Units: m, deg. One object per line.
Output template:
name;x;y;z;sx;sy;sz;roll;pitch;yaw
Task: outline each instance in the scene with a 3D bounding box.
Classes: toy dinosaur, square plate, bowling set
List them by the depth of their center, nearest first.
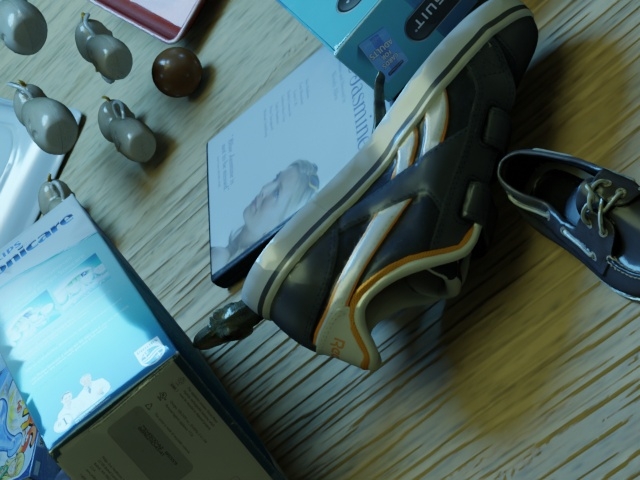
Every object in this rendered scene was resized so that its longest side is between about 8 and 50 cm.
toy dinosaur;0.000;0.000;1.370;0.064;0.118;0.268;27;74;24
bowling set;-0.233;-0.150;1.781;0.154;0.200;0.287;-142;40;-61
square plate;-0.448;-0.024;2.043;0.344;0.049;0.347;14;78;56

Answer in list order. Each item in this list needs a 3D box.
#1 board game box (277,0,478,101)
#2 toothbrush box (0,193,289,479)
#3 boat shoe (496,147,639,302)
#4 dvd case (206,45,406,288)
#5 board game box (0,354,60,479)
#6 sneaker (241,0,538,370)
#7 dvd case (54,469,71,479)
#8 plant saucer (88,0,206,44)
board game box;0.055;-0.300;1.522;0.254;0.079;0.336;-48;35;6
toothbrush box;-0.154;0.126;1.371;0.126;0.216;0.295;-38;34;-4
boat shoe;0.194;-0.014;1.166;0.075;0.065;0.206;-59;34;3
dvd case;-0.017;-0.088;1.539;0.253;0.022;0.180;-36;41;32
board game box;-0.305;0.171;1.722;0.136;0.035;0.201;-26;47;42
sneaker;0.088;-0.038;1.281;0.127;0.126;0.321;37;79;16
dvd case;-0.171;0.222;1.522;0.164;0.018;0.221;-54;34;10
plant saucer;-0.176;-0.367;1.862;0.259;0.048;0.258;31;92;33
